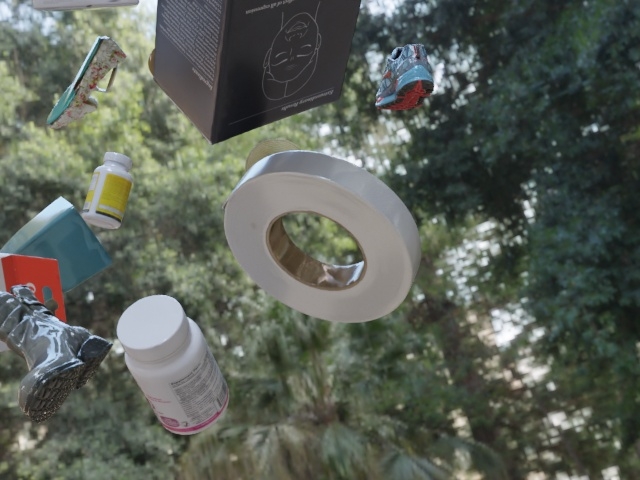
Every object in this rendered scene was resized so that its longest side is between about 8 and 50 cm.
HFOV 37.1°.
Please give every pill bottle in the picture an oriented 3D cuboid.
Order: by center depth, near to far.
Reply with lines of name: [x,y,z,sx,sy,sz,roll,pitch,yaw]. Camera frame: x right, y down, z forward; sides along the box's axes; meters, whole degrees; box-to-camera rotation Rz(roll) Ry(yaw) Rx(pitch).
pill bottle: [-0.297,0.250,1.920,0.160,0.160,0.283,-16,-46,1]
pill bottle: [-0.545,-0.130,2.467,0.103,0.184,0.103,13,-14,3]

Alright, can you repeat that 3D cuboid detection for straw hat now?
straw hat: [-0.101,-0.155,2.091,0.144,0.145,0.061,-21,8,10]

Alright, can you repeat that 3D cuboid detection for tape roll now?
tape roll: [0.000,0.000,1.834,0.392,0.072,0.392,16,-43,15]

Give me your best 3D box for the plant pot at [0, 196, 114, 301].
plant pot: [-0.638,0.041,2.213,0.234,0.165,0.165,-37,24,-14]

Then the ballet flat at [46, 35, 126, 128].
ballet flat: [-0.489,-0.319,2.013,0.077,0.091,0.241,28,-67,-28]

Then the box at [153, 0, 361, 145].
box: [-0.104,-0.410,1.643,0.293,0.212,0.396,-24,-34,-31]

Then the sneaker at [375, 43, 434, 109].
sneaker: [0.194,-0.372,2.166,0.104,0.125,0.262,-2,-7,-15]

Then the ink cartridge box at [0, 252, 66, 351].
ink cartridge box: [-0.550,0.107,1.604,0.232,0.066,0.189,9,-60,14]

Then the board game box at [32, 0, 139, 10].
board game box: [-0.456,-0.482,1.881,0.192,0.053,0.305,-6,14,-11]

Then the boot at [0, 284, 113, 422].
boot: [-0.366,0.132,1.181,0.083,0.161,0.246,-56,1,6]

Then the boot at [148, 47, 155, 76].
boot: [-0.220,-0.337,1.934,0.261,0.203,0.095,19,-70,-14]
